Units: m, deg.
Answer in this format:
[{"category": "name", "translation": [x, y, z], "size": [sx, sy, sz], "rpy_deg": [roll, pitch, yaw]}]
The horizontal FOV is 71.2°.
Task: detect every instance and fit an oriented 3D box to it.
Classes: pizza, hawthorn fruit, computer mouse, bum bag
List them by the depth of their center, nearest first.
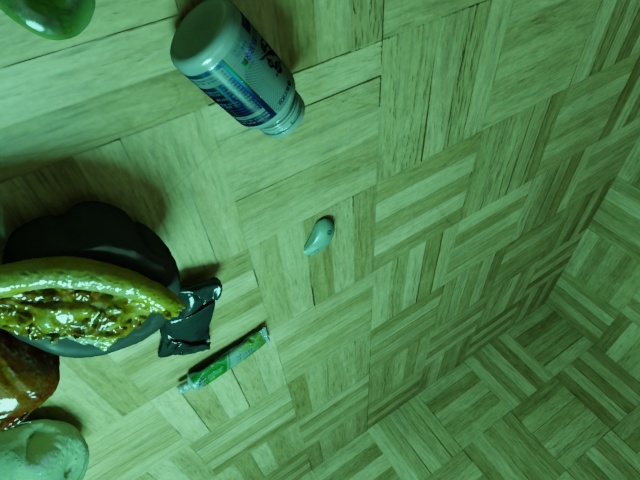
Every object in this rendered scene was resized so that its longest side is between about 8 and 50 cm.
[{"category": "pizza", "translation": [-0.315, 0.083, 0.583], "size": [0.271, 0.056, 0.134], "rpy_deg": [24, 103, -40]}, {"category": "hawthorn fruit", "translation": [-0.486, 0.193, 0.658], "size": [0.173, 0.173, 0.179], "rpy_deg": [-41, 145, -1]}, {"category": "bum bag", "translation": [-0.271, 0.173, 0.923], "size": [0.123, 0.060, 0.248], "rpy_deg": [-16, 138, -32]}, {"category": "computer mouse", "translation": [0.000, 0.000, 1.016], "size": [0.055, 0.032, 0.110], "rpy_deg": [3, 126, -44]}]

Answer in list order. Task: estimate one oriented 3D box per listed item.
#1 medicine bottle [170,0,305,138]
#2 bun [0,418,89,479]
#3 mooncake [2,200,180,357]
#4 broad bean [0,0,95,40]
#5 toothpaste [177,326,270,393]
[{"category": "medicine bottle", "translation": [-0.103, -0.225, 0.620], "size": [0.107, 0.107, 0.191], "rpy_deg": [-46, 144, 7]}, {"category": "bun", "translation": [-0.588, 0.467, 0.851], "size": [0.272, 0.168, 0.273], "rpy_deg": [-27, 150, -17]}, {"category": "mooncake", "translation": [-0.343, 0.062, 0.676], "size": [0.244, 0.133, 0.245], "rpy_deg": [-23, 140, -21]}, {"category": "broad bean", "translation": [-0.264, -0.308, 0.431], "size": [0.153, 0.072, 0.207], "rpy_deg": [7, 111, -49]}, {"category": "toothpaste", "translation": [-0.235, 0.297, 1.102], "size": [0.247, 0.047, 0.078], "rpy_deg": [-30, 145, -19]}]
